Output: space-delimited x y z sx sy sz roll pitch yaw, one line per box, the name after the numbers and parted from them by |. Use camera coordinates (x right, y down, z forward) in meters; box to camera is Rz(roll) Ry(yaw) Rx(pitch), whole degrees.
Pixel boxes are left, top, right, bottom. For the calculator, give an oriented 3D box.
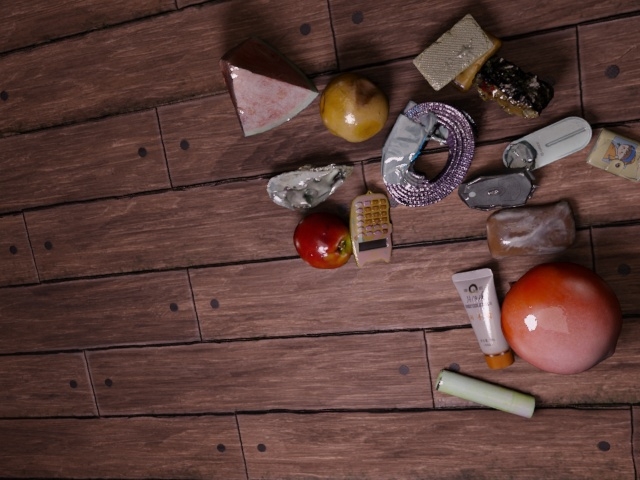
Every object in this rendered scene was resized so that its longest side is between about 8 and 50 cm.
0.157 -0.039 1.693 0.157 0.033 0.236 -8 101 -27 | calculator

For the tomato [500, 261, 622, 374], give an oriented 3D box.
0.672 0.220 1.512 0.322 0.321 0.321 3 102 14 | tomato

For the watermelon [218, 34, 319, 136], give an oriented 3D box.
-0.167 -0.500 1.622 0.250 0.292 0.283 -27 93 -12 | watermelon

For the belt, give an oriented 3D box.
0.315 -0.257 1.607 0.260 0.122 0.324 27 109 0 | belt

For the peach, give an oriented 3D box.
0.000 0.000 1.712 0.197 0.197 0.197 3 102 14 | peach

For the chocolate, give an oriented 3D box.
0.625 -0.024 1.594 0.254 0.080 0.156 -8 99 16 | chocolate

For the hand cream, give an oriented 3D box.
0.521 0.238 1.672 0.140 0.089 0.314 -20 91 45 | hand cream

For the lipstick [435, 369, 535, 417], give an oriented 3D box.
0.525 0.490 1.730 0.304 0.076 0.076 14 104 11 | lipstick

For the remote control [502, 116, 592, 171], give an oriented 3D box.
0.650 -0.272 1.552 0.247 0.052 0.104 -23 94 18 | remote control

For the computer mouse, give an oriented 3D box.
0.522 -0.161 1.588 0.231 0.071 0.126 -9 127 19 | computer mouse

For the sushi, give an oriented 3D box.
0.536 -0.421 1.511 0.212 0.147 0.115 37 103 15 | sushi

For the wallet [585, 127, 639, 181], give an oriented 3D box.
0.844 -0.239 1.516 0.155 0.039 0.110 24 105 9 | wallet

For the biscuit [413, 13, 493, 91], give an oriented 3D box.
0.376 -0.533 1.535 0.199 0.040 0.121 -38 92 18 | biscuit

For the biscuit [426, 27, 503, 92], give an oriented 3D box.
0.412 -0.548 1.564 0.174 0.039 0.183 43 108 5 | biscuit

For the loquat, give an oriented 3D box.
0.101 -0.396 1.591 0.213 0.213 0.213 3 102 14 | loquat

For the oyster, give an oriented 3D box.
-0.045 -0.187 1.727 0.199 0.087 0.252 36 115 -5 | oyster
